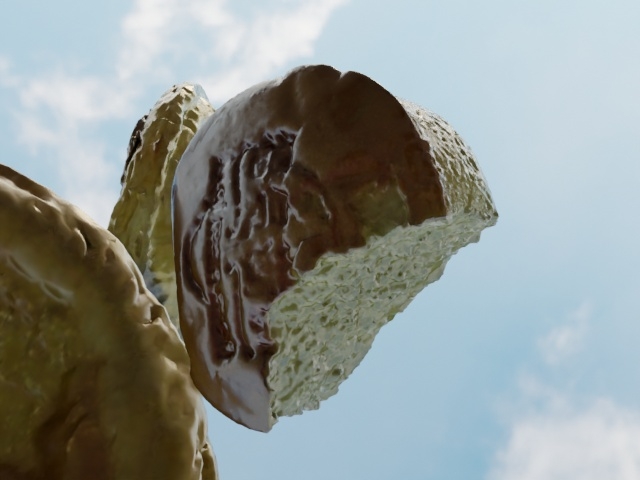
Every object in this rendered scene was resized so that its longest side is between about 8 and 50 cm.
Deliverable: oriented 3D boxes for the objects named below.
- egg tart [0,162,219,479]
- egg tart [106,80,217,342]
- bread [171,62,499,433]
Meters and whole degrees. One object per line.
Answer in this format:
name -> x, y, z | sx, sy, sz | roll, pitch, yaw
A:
egg tart -> -0.272, 0.156, 0.785 | 0.443, 0.178, 0.443 | -1, -108, 4
egg tart -> -0.112, 0.001, 1.311 | 0.115, 0.290, 0.290 | 7, -130, 9
bread -> -0.007, -0.005, 0.623 | 0.086, 0.156, 0.125 | 9, -145, -51
